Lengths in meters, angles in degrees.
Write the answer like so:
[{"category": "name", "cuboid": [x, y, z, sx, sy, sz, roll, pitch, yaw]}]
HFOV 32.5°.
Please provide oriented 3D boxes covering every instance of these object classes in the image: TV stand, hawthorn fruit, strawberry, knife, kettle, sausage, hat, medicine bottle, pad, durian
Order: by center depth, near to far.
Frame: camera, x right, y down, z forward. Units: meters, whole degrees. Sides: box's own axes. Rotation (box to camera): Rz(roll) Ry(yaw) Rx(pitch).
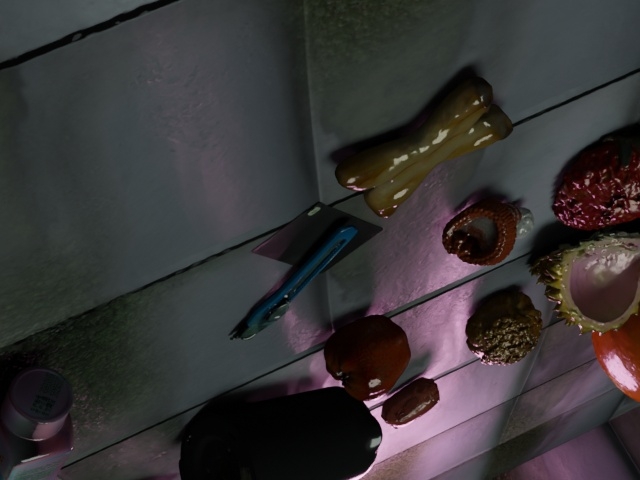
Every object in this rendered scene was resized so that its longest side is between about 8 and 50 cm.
[{"category": "medicine bottle", "cuboid": [-0.379, 0.239, 1.408, 0.094, 0.119, 0.188, -12, 152, -36]}, {"category": "pad", "cuboid": [0.000, 0.000, 1.475, 0.116, 0.004, 0.193, -36, 156, 18]}, {"category": "knife", "cuboid": [-0.039, 0.065, 1.530, 0.044, 0.026, 0.296, 7, 142, -35]}, {"category": "hat", "cuboid": [0.264, -0.021, 1.639, 0.112, 0.093, 0.162, -33, 176, 37]}, {"category": "strawberry", "cuboid": [0.457, -0.067, 1.693, 0.190, 0.111, 0.236, -20, 156, -24]}, {"category": "hawthorn fruit", "cuboid": [0.080, 0.183, 1.789, 0.138, 0.133, 0.132, -36, 161, -23]}, {"category": "kettle", "cuboid": [-0.079, 0.387, 1.939, 0.308, 0.203, 0.262, -8, 148, -43]}, {"category": "durian", "cuboid": [0.479, 0.058, 1.947, 0.305, 0.185, 0.196, -13, -170, -30]}, {"category": "TV stand", "cuboid": [0.566, -0.021, 1.993, 0.042, 0.036, 0.249, -41, 153, 29]}, {"category": "sausage", "cuboid": [0.186, 0.336, 2.268, 0.141, 0.076, 0.076, -36, 155, 18]}]

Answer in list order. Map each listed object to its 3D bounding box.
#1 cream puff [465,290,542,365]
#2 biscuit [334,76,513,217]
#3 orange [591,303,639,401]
[{"category": "cream puff", "cuboid": [0.345, 0.171, 2.047, 0.150, 0.115, 0.165, -39, 153, 14]}, {"category": "biscuit", "cuboid": [0.127, -0.112, 1.329, 0.208, 0.047, 0.164, -33, 155, 10]}, {"category": "orange", "cuboid": [0.777, 0.180, 2.267, 0.424, 0.326, 0.424, -21, 154, -11]}]
